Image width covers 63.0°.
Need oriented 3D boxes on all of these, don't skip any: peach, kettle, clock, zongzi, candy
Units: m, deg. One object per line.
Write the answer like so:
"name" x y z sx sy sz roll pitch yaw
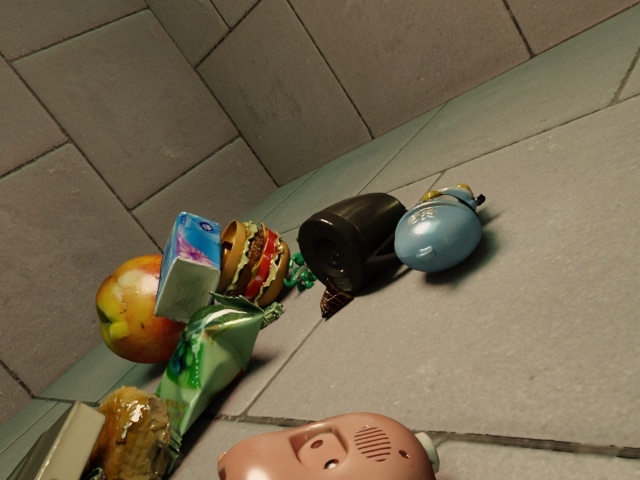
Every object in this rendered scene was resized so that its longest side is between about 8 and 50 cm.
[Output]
"peach" -0.521 0.220 1.683 0.370 0.370 0.370 -33 14 10
"kettle" 0.118 -0.029 1.262 0.271 0.207 0.251 -36 5 -36
"clock" 0.014 0.268 0.571 0.241 0.142 0.227 -19 8 -11
"zongzi" 0.039 0.137 1.214 0.067 0.073 0.083 -76 3 -69
"candy" -0.285 0.305 1.189 0.398 0.172 0.263 -57 18 -25

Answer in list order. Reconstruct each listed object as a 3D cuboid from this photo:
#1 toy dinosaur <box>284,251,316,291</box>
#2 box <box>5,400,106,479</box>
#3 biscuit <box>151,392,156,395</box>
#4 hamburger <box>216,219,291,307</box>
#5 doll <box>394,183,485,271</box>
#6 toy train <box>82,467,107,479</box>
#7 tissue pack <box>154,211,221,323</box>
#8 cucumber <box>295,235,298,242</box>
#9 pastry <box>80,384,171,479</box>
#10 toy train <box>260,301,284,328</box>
"toy dinosaur" -0.061 0.091 1.483 0.059 0.096 0.132 -24 15 42
"box" -0.522 0.493 0.849 0.373 0.090 0.367 -49 17 12
"biscuit" -0.479 0.471 1.341 0.184 0.035 0.249 -33 14 7
"hamburger" -0.205 0.081 1.573 0.274 0.212 0.274 -51 26 37
"doll" 0.248 -0.032 1.081 0.177 0.141 0.314 -22 16 31
"toy train" -0.343 0.483 0.771 0.304 0.150 0.221 -20 31 57
"tissue pack" -0.363 0.073 1.459 0.198 0.146 0.263 -63 23 22
"cucumber" 0.001 -0.003 1.646 0.145 0.105 0.325 -38 12 -7
"pastry" -0.397 0.424 1.049 0.236 0.121 0.257 -28 44 38
"toy train" -0.138 0.203 1.427 0.083 0.033 0.053 -32 20 13
